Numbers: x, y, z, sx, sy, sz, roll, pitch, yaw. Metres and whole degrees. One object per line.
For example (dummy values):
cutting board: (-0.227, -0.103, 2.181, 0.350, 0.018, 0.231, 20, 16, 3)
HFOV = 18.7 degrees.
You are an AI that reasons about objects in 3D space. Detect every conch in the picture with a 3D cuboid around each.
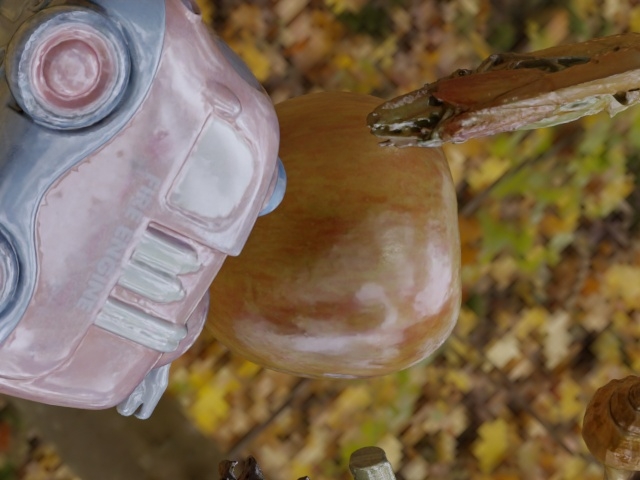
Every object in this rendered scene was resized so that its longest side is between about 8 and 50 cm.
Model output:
conch: (0.302, 0.190, 1.858, 0.330, 0.109, 0.093, 79, 17, -70)

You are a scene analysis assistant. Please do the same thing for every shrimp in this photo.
shrimp: (0.164, -0.109, 1.397, 0.267, 0.061, 0.145, -9, -173, 1)

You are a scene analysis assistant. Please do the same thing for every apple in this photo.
apple: (0.000, 0.000, 1.731, 0.264, 0.264, 0.264, -44, 179, -1)

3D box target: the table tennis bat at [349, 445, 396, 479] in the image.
table tennis bat: (0.067, 0.249, 1.509, 0.138, 0.246, 0.022, -10, -140, 10)

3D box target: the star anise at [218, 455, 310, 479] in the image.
star anise: (-0.078, 0.265, 1.489, 0.214, 0.099, 0.220, -44, -140, -10)

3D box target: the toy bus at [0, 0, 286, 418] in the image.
toy bus: (-0.145, -0.033, 1.209, 0.294, 0.231, 0.197, -61, -151, 2)
